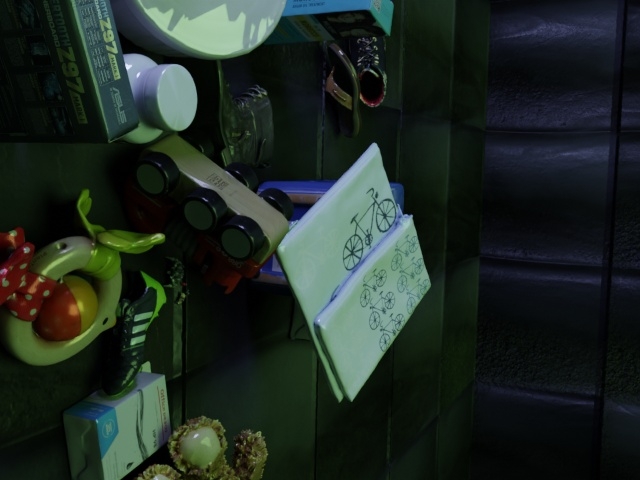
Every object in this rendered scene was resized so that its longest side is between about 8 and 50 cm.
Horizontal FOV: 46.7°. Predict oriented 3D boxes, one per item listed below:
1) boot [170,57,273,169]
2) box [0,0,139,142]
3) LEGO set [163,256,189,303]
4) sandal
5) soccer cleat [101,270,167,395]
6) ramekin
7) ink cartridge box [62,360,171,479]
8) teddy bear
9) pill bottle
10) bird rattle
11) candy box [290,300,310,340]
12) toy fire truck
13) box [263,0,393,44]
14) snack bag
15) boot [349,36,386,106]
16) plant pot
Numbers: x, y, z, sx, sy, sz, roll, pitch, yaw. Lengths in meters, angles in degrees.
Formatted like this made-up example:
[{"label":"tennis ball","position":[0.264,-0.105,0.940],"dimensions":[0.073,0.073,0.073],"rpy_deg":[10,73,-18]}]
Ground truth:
[{"label":"boot","position":[-0.147,-0.213,1.203],"dimensions":[0.229,0.091,0.263],"rpy_deg":[-52,143,-58]},{"label":"box","position":[-0.296,-0.215,0.750],"dimensions":[0.059,0.183,0.232],"rpy_deg":[-47,134,-53]},{"label":"LEGO set","position":[-0.217,0.059,1.141],"dimensions":[0.083,0.023,0.054],"rpy_deg":[64,38,-46]},{"label":"sandal","position":[0.040,-0.313,1.591],"dimensions":[0.060,0.090,0.219],"rpy_deg":[-26,135,-20]},{"label":"soccer cleat","position":[-0.268,0.124,1.015],"dimensions":[0.072,0.060,0.179],"rpy_deg":[52,41,-42]},{"label":"ramekin","position":[-0.181,-0.364,0.958],"dimensions":[0.273,0.127,0.273],"rpy_deg":[-2,93,-43]},{"label":"ink cartridge box","position":[-0.265,0.248,1.024],"dimensions":[0.180,0.060,0.104],"rpy_deg":[-31,121,-61]},{"label":"teddy bear","position":[-0.186,0.389,1.134],"dimensions":[0.245,0.113,0.338],"rpy_deg":[-64,151,-13]},{"label":"pill bottle","position":[-0.242,-0.165,0.869],"dimensions":[0.103,0.184,0.103],"rpy_deg":[-15,107,-63]},{"label":"bird rattle","position":[-0.301,0.060,0.858],"dimensions":[0.253,0.143,0.207],"rpy_deg":[-43,147,-52]},{"label":"candy box","position":[0.016,0.140,1.591],"dimensions":[0.196,0.070,0.165],"rpy_deg":[24,71,-63]},{"label":"toy fire truck","position":[-0.175,-0.012,1.073],"dimensions":[0.246,0.217,0.158],"rpy_deg":[-56,176,38]},{"label":"box","position":[-0.008,-0.387,1.261],"dimensions":[0.100,0.244,0.060],"rpy_deg":[25,70,-63]},{"label":"snack bag","position":[0.070,0.046,1.249],"dimensions":[0.323,0.037,0.342],"rpy_deg":[-47,129,-37]},{"label":"boot","position":[0.105,-0.423,1.618],"dimensions":[0.178,0.085,0.236],"rpy_deg":[-89,173,-59]},{"label":"plant pot","position":[0.000,0.000,1.363],"dimensions":[0.212,0.236,0.236],"rpy_deg":[0,94,-57]}]
